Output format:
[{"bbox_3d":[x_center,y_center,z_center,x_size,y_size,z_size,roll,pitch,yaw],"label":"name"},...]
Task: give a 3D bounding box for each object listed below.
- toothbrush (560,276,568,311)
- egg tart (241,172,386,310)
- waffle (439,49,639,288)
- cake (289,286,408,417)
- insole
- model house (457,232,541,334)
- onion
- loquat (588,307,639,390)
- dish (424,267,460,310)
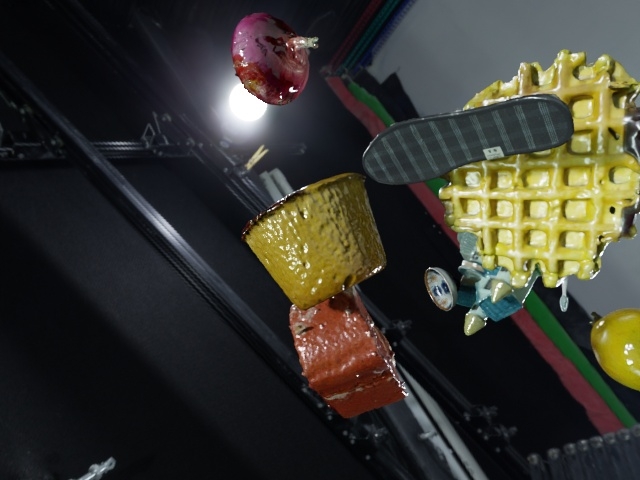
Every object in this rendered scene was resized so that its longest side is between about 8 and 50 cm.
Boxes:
[{"bbox_3d":[0.716,0.077,1.183,0.027,0.021,0.269,55,-135,-58],"label":"toothbrush"},{"bbox_3d":[0.000,0.000,0.618,0.215,0.215,0.171,-18,-103,-49],"label":"egg tart"},{"bbox_3d":[0.313,-0.088,0.580,0.060,0.307,0.312,-25,-100,-49],"label":"waffle"},{"bbox_3d":[0.052,0.200,0.747,0.283,0.151,0.177,57,-165,-45],"label":"cake"},{"bbox_3d":[0.172,-0.126,0.550,0.110,0.309,0.012,51,-121,-28],"label":"insole"},{"bbox_3d":[0.516,0.140,1.274,0.194,0.267,0.325,38,-103,-25],"label":"model house"},{"bbox_3d":[-0.061,-0.306,0.667,0.150,0.140,0.150,-2,-87,-44],"label":"onion"},{"bbox_3d":[0.802,0.265,1.036,0.213,0.213,0.246,23,-164,-25],"label":"loquat"},{"bbox_3d":[0.399,0.140,1.265,0.078,0.141,0.141,-20,-115,-14],"label":"dish"}]
